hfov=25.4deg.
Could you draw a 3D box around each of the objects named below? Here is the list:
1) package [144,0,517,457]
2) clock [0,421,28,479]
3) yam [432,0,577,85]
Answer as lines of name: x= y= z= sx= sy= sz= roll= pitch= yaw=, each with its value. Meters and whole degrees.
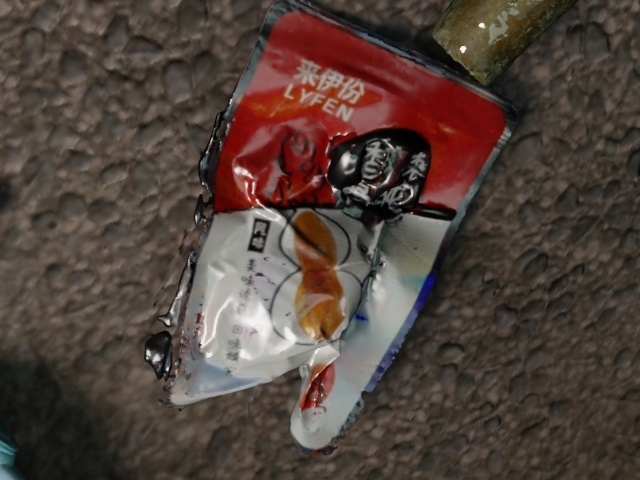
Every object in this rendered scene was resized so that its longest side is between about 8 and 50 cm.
package: x=0.000 y=0.000 z=0.909 sx=0.194 sy=0.071 sz=0.269 roll=22 pitch=87 yaw=-34
clock: x=-0.267 y=0.184 z=0.831 sx=0.224 sy=0.094 sz=0.274 roll=-23 pitch=117 yaw=-17
yam: x=0.171 y=-0.205 z=0.876 sx=0.061 sy=0.061 sz=0.253 roll=32 pitch=109 yaw=-32
